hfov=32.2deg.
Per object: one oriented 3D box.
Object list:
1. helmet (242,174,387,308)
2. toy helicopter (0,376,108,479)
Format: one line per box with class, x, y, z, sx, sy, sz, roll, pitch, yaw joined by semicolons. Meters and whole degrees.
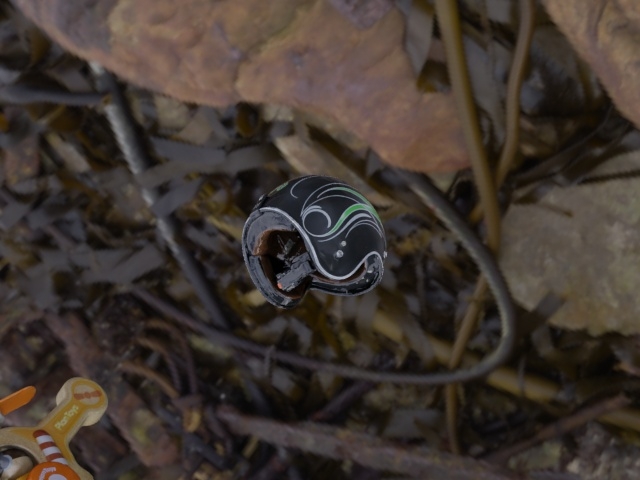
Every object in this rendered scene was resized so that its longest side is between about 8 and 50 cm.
helmet;0.000;0.000;1.395;0.169;0.161;0.169;17;118;37
toy helicopter;-0.442;0.308;1.712;0.235;0.355;0.140;34;116;0
